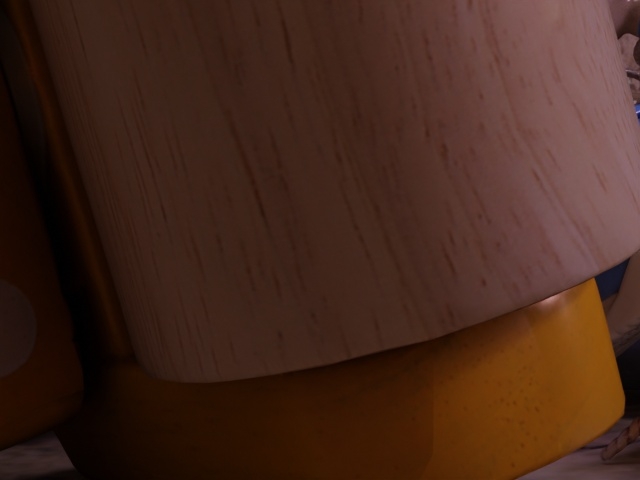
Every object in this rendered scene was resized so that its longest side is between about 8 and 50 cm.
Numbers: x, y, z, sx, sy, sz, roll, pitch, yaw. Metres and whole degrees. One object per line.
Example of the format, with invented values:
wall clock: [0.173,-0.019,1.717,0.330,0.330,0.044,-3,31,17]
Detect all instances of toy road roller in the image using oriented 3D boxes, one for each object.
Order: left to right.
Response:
toy road roller: [-0.108,-0.025,0.445,0.241,0.202,0.329,-21,9,-32]

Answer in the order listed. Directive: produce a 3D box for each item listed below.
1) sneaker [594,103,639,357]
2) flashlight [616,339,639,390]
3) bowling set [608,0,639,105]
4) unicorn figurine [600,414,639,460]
sneaker: [0.077,-0.024,0.472,0.058,0.084,0.152,-16,-18,-45]
flashlight: [0.032,-0.008,0.630,0.304,0.103,0.103,0,3,41]
bowling set: [0.178,-0.101,1.021,0.154,0.287,0.200,11,42,14]
unicorn figurine: [0.166,0.020,0.462,0.162,0.060,0.111,-2,1,36]
